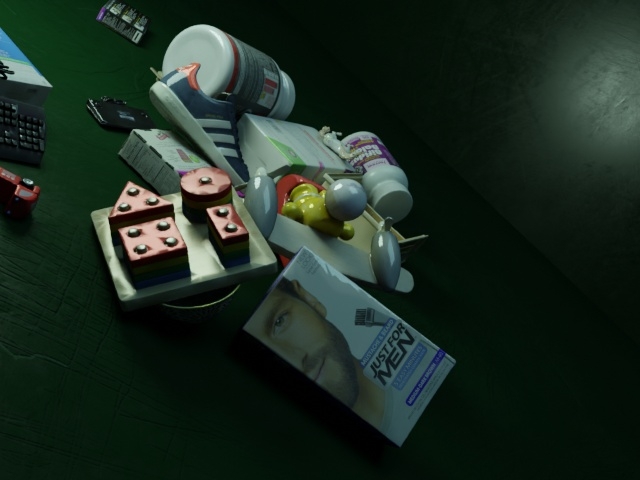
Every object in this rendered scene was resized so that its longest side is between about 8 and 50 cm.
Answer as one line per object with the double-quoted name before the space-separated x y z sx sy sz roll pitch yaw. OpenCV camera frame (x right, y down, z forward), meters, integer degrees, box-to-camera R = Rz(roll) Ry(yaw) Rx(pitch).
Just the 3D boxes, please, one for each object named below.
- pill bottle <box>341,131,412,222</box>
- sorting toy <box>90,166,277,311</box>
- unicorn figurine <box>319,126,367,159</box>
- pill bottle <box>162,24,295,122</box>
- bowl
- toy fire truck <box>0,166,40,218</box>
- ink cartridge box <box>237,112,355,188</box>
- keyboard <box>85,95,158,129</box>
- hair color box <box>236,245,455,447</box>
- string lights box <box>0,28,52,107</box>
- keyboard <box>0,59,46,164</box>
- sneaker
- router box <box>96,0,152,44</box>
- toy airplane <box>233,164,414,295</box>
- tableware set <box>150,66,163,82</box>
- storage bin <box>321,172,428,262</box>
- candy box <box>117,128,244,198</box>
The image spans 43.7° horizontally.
"pill bottle" 0.161 -0.186 2.403 0.169 0.169 0.301 22 26 -36
"sorting toy" -0.235 -0.024 1.332 0.257 0.089 0.255 -14 40 -19
"unicorn figurine" 0.060 -0.261 2.237 0.162 0.060 0.111 26 18 10
"pill bottle" -0.226 -0.413 2.096 0.210 0.210 0.363 48 17 23
"bowl" -0.212 0.084 1.331 0.170 0.080 0.170 1 37 -1
"toy fire truck" -0.535 -0.082 1.229 0.192 0.047 0.135 30 23 -22
"ink cartridge box" -0.076 -0.219 2.153 0.207 0.119 0.353 47 23 21
"keyboard" -0.453 -0.286 1.819 0.108 0.023 0.180 54 24 21
"hair color box" 0.044 0.187 1.400 0.339 0.185 0.110 37 -15 -2
"string lights box" -0.657 -0.359 1.559 0.259 0.077 0.133 46 22 20
"keyboard" -0.611 -0.247 1.355 0.317 0.033 0.201 10 62 -51
"sneaker" -0.222 -0.245 1.802 0.350 0.148 0.131 53 -16 -26
"router box" -0.568 -0.644 2.329 0.133 0.046 0.179 31 22 -17
"toy airplane" 0.000 0.000 1.616 0.384 0.272 0.386 43 22 11
"tableware set" -0.370 -0.370 2.101 0.194 0.039 0.128 48 17 21
"storage bin" 0.125 -0.049 2.129 0.262 0.123 0.260 44 22 16
"candy box" -0.294 -0.139 1.703 0.233 0.071 0.159 43 21 12
